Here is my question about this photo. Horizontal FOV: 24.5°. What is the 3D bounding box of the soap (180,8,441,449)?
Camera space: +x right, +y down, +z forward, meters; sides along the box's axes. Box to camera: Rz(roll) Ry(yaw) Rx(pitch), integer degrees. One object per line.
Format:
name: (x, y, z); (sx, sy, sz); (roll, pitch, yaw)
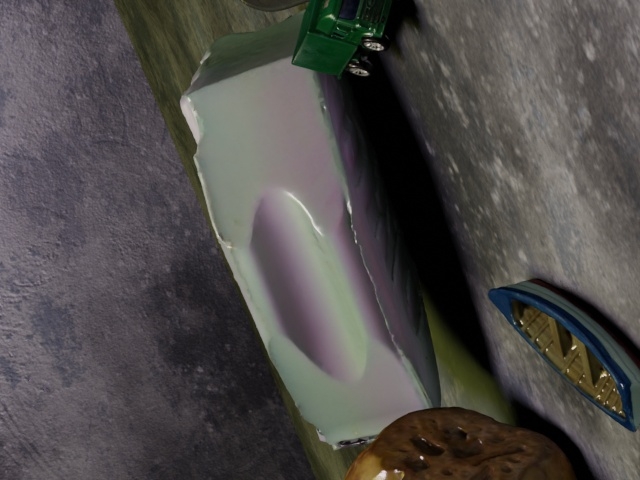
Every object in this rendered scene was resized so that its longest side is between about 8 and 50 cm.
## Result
soap: (0.000, 0.000, 1.611); (0.261, 0.156, 0.446); (-80, -28, -65)

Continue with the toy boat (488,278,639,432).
toy boat: (0.218, 0.087, 1.283); (0.229, 0.046, 0.080); (46, 159, 58)

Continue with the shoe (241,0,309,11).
shoe: (-0.023, -0.299, 1.478); (0.241, 0.093, 0.108); (8, 142, 51)

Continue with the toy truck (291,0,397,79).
toy truck: (0.026, -0.206, 1.403); (0.147, 0.079, 0.065); (138, 147, -75)

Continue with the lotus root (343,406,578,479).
lotus root: (0.121, 0.312, 1.520); (0.316, 0.316, 0.250); (-131, 36, -53)
